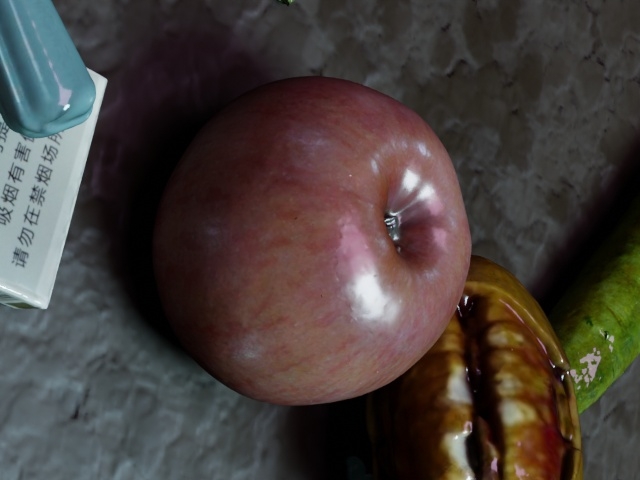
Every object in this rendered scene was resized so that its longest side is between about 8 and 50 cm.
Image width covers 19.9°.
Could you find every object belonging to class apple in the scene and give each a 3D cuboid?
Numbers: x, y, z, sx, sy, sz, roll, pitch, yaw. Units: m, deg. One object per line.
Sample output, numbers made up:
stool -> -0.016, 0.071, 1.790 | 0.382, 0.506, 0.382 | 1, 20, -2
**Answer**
apple -> 0.000, 0.000, 0.835 | 0.153, 0.120, 0.153 | 4, 84, -46

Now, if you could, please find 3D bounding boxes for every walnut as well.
walnut -> 0.076, 0.100, 0.900 | 0.116, 0.116, 0.207 | 28, 48, -43

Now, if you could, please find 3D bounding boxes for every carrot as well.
carrot -> 0.210, -0.002, 1.098 | 0.358, 0.074, 0.074 | -49, 122, -35

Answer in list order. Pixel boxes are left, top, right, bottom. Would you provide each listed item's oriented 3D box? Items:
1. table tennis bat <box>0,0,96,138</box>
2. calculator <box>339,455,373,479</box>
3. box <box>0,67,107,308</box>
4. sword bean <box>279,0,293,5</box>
table tennis bat -> -0.153, -0.154, 0.718 | 0.153, 0.040, 0.244 | -29, 95, -50
calculator -> 0.019, 0.182, 0.919 | 0.094, 0.019, 0.141 | 21, 73, -41
box -> -0.173, -0.053, 0.718 | 0.198, 0.029, 0.109 | 28, 67, -43
sword bean -> 0.000, -0.148, 0.923 | 0.012, 0.012, 0.083 | 53, 51, -31
